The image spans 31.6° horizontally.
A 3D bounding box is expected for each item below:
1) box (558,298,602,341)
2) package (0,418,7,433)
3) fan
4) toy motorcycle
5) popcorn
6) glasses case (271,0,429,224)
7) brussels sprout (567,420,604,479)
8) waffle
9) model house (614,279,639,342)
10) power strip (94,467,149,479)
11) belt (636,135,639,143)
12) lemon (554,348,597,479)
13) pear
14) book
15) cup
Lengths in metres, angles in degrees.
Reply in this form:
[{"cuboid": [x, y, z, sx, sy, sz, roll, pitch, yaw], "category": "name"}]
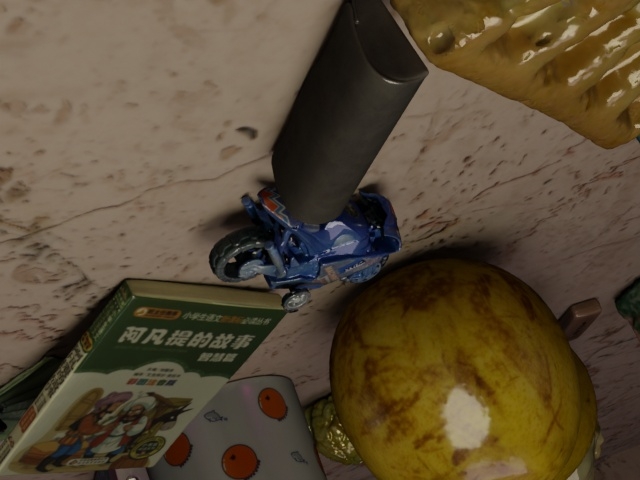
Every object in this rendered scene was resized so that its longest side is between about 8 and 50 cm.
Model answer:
[{"cuboid": [0.374, 0.122, 1.665, 0.048, 0.025, 0.115, -17, 157, -17], "category": "box"}, {"cuboid": [-0.431, 0.196, 1.074, 0.154, 0.030, 0.239, -27, 155, 18], "category": "package"}, {"cuboid": [-0.308, 0.172, 1.175, 0.131, 0.009, 0.240, -5, 152, -41], "category": "fan"}, {"cuboid": [0.000, 0.000, 0.984, 0.205, 0.076, 0.114, 4, 137, -44], "category": "toy motorcycle"}, {"cuboid": [0.038, 0.266, 1.580, 0.116, 0.106, 0.120, -33, 157, 2], "category": "popcorn"}, {"cuboid": [0.013, -0.085, 0.793, 0.042, 0.072, 0.190, -16, 158, -27], "category": "glasses case"}, {"cuboid": [0.307, 0.375, 1.841, 0.344, 0.344, 0.268, -33, -169, 26], "category": "brussels sprout"}, {"cuboid": [0.249, -0.182, 0.785, 0.304, 0.077, 0.348, -33, 156, 27], "category": "waffle"}, {"cuboid": [0.583, 0.143, 1.627, 0.237, 0.237, 0.202, -26, 159, 11], "category": "model house"}, {"cuboid": [-0.253, 0.323, 1.435, 0.038, 0.109, 0.279, -12, 156, -20], "category": "power strip"}, {"cuboid": [0.406, -0.129, 1.061, 0.302, 0.072, 0.087, -9, 159, -33], "category": "belt"}, {"cuboid": [0.220, 0.222, 1.461, 0.260, 0.260, 0.284, -40, 175, 38], "category": "lemon"}, {"cuboid": [0.146, 0.157, 1.206, 0.281, 0.280, 0.280, -19, 158, -8], "category": "pear"}, {"cuboid": [-0.177, 0.140, 1.112, 0.202, 0.027, 0.264, 10, 129, -47], "category": "book"}, {"cuboid": [-0.079, 0.353, 1.388, 0.212, 0.317, 0.212, -19, 157, -8], "category": "cup"}]
